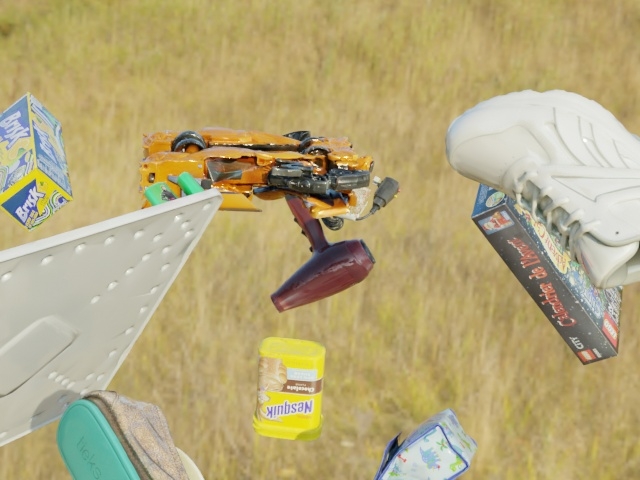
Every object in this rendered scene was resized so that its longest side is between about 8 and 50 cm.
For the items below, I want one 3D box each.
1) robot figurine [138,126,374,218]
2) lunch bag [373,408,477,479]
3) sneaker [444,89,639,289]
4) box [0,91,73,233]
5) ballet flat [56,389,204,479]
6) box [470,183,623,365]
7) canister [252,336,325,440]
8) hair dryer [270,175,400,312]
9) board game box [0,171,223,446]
[{"bbox_3d":[-0.078,-0.087,1.306,0.291,0.085,0.211,2,21,-8],"label":"robot figurine"},{"bbox_3d":[0.141,0.320,1.515,0.096,0.151,0.129,53,13,9],"label":"lunch bag"},{"bbox_3d":[0.188,-0.026,0.723,0.232,0.115,0.090,18,-30,18],"label":"sneaker"},{"bbox_3d":[-0.297,-0.083,1.065,0.054,0.059,0.169,48,9,-35],"label":"box"},{"bbox_3d":[-0.112,0.251,0.851,0.106,0.107,0.316,17,35,-50],"label":"ballet flat"},{"bbox_3d":[0.257,0.001,1.148,0.044,0.233,0.159,-24,29,34],"label":"box"},{"bbox_3d":[-0.054,0.262,1.859,0.126,0.170,0.073,6,24,5],"label":"canister"},{"bbox_3d":[0.000,0.000,1.825,0.223,0.294,0.080,16,-19,29],"label":"hair dryer"},{"bbox_3d":[-0.321,0.106,1.083,0.050,0.390,0.390,47,37,16],"label":"board game box"}]
